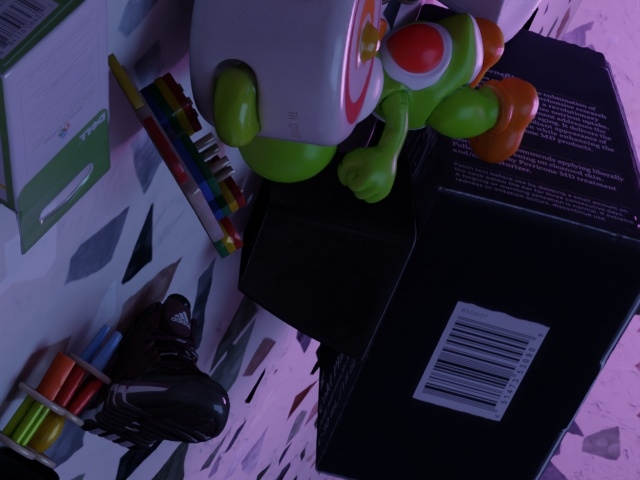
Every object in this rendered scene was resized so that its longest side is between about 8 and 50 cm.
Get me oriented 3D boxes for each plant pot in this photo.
[{"bbox_3d":[0.000,0.000,1.648,0.187,0.167,0.188,-88,-164,-57],"label":"plant pot"}]

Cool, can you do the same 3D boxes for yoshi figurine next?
[{"bbox_3d":[0.047,-0.146,1.503,0.362,0.204,0.202,-4,100,-39],"label":"yoshi figurine"}]

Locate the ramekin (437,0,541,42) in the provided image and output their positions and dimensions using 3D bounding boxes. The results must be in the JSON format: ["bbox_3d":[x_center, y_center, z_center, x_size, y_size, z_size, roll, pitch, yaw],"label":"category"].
[{"bbox_3d":[0.242,-0.408,1.808,0.277,0.135,0.277,-54,166,-20],"label":"ramekin"}]

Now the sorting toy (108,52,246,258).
[{"bbox_3d":[-0.115,-0.082,1.182,0.046,0.132,0.274,-31,163,-4],"label":"sorting toy"}]

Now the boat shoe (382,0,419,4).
[{"bbox_3d":[0.102,-0.314,1.502,0.355,0.132,0.130,-44,159,-47],"label":"boat shoe"}]

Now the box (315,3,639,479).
[{"bbox_3d":[0.199,0.022,1.868,0.471,0.298,0.479,-85,-166,-55],"label":"box"}]

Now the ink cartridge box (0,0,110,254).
[{"bbox_3d":[-0.206,-0.095,0.988,0.109,0.062,0.209,-51,165,-31],"label":"ink cartridge box"}]

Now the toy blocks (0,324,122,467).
[{"bbox_3d":[-0.249,0.142,1.354,0.148,0.054,0.123,-57,167,-11],"label":"toy blocks"}]

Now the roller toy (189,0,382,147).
[{"bbox_3d":[-0.020,-0.184,1.207,0.191,0.146,0.209,-39,138,-76],"label":"roller toy"}]

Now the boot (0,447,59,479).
[{"bbox_3d":[-0.345,0.315,1.297,0.229,0.091,0.263,-60,169,0],"label":"boot"}]

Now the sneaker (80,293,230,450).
[{"bbox_3d":[-0.160,0.122,1.448,0.281,0.106,0.162,-19,-134,58],"label":"sneaker"}]
